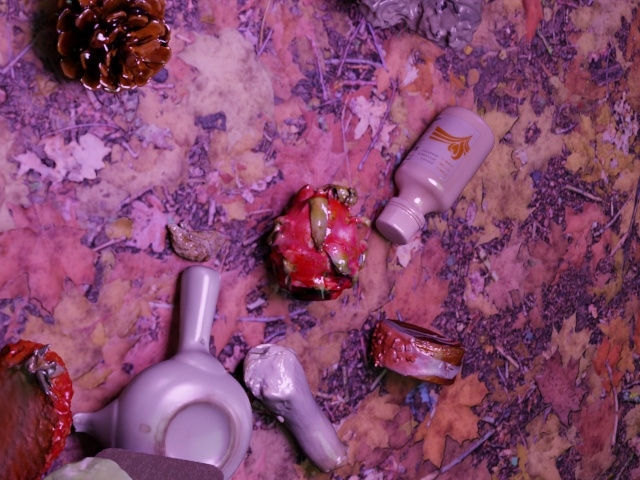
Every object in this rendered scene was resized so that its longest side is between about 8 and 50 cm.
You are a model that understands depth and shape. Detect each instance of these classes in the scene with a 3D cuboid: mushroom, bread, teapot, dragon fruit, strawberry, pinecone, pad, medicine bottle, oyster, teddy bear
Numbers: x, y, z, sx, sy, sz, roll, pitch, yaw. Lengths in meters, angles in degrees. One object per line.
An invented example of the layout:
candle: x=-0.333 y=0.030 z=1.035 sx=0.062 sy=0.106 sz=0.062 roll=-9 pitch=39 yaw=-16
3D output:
mushroom: x=-0.037 y=0.267 z=1.573 sx=0.099 sy=0.096 sz=0.278 roll=-45 pitch=125 yaw=-21
bread: x=0.162 y=0.189 z=1.670 sx=0.160 sy=0.160 sz=0.073 roll=12 pitch=99 yaw=-38
teapot: x=-0.181 y=0.217 z=1.421 sx=0.220 sy=0.149 sz=0.318 roll=46 pitch=69 yaw=-28
dragon fruit: x=0.000 y=0.000 z=1.512 sx=0.160 sy=0.166 sz=0.172 roll=-5 pitch=98 yaw=-40
strawberry: x=-0.382 y=0.234 z=1.289 sx=0.106 sy=0.236 sz=0.175 roll=-9 pitch=60 yaw=-55
pinecone: x=-0.266 y=-0.262 z=1.276 sx=0.173 sy=0.173 sz=0.174 roll=-7 pitch=101 yaw=-36
pad: x=-0.245 y=0.377 z=1.360 sx=0.176 sy=0.002 sz=0.266 roll=13 pitch=128 yaw=-14
medicine bottle: x=0.188 y=-0.105 z=1.670 sx=0.252 sy=0.114 sz=0.114 roll=-53 pitch=123 yaw=-18
oyster: x=-0.178 y=-0.002 z=1.457 sx=0.083 sy=0.038 sz=0.081 roll=-29 pitch=112 yaw=-29
teddy bear: x=0.110 y=-0.495 z=1.444 sx=0.367 sy=0.224 sz=0.357 roll=27 pitch=71 yaw=-62

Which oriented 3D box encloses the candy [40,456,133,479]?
candy: x=-0.304 y=0.432 z=1.301 sx=0.142 sy=0.132 sz=0.343 roll=-38 pitch=146 yaw=-39
